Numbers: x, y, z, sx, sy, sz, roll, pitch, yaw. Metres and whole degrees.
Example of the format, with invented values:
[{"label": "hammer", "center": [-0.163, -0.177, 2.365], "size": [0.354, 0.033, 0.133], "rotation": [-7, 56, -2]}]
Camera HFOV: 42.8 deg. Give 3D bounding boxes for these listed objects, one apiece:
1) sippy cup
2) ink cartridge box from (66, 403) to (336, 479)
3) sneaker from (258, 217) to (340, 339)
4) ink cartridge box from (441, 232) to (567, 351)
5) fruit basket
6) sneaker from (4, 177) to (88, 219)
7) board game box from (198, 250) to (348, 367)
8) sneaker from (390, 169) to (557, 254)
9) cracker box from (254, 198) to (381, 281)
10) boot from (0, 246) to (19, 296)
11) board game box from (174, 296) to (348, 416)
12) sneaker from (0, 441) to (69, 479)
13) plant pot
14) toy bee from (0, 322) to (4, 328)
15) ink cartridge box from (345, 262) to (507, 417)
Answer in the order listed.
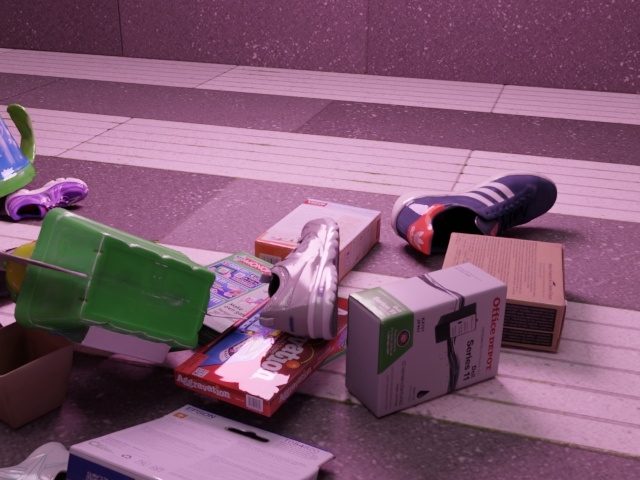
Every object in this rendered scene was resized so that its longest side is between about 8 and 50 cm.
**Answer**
[{"label": "sippy cup", "center": [-0.745, -0.200, 1.701], "size": [0.240, 0.223, 0.305], "rotation": [-16, 20, -2]}, {"label": "ink cartridge box", "center": [-0.126, 0.256, 0.919], "size": [0.224, 0.045, 0.224], "rotation": [12, 7, 25]}, {"label": "sneaker", "center": [-0.030, 0.041, 1.189], "size": [0.115, 0.105, 0.281], "rotation": [1, 23, 1]}, {"label": "ink cartridge box", "center": [0.290, 0.076, 1.316], "size": [0.194, 0.088, 0.234], "rotation": [8, 24, 13]}, {"label": "fruit basket", "center": [-0.332, 0.071, 1.129], "size": [0.353, 0.165, 0.327], "rotation": [-3, -19, 40]}, {"label": "sneaker", "center": [-0.566, -0.076, 1.706], "size": [0.170, 0.068, 0.071], "rotation": [-20, 43, -20]}, {"label": "board game box", "center": [-0.097, 0.112, 1.280], "size": [0.317, 0.046, 0.214], "rotation": [21, 31, 39]}, {"label": "sneaker", "center": [0.317, -0.037, 1.548], "size": [0.350, 0.131, 0.148], "rotation": [-13, 33, -16]}, {"label": "cracker box", "center": [0.000, 0.000, 1.511], "size": [0.156, 0.067, 0.232], "rotation": [12, 27, 22]}, {"label": "boot", "center": [-0.570, 0.041, 1.390], "size": [0.179, 0.085, 0.236], "rotation": [17, 29, 39]}, {"label": "board game box", "center": [-0.058, 0.140, 1.129], "size": [0.145, 0.027, 0.281], "rotation": [14, 27, 25]}, {"label": "sneaker", "center": [-0.327, 0.275, 0.897], "size": [0.061, 0.053, 0.152], "rotation": [19, 29, 31]}, {"label": "plant pot", "center": [-0.391, 0.177, 1.064], "size": [0.109, 0.096, 0.109], "rotation": [17, 29, 36]}, {"label": "toy bee", "center": [-0.570, 0.164, 1.061], "size": [0.162, 0.298, 0.195], "rotation": [-24, 58, 11]}, {"label": "ink cartridge box", "center": [0.144, 0.130, 1.110], "size": [0.209, 0.152, 0.087], "rotation": [-14, 28, -27]}]
